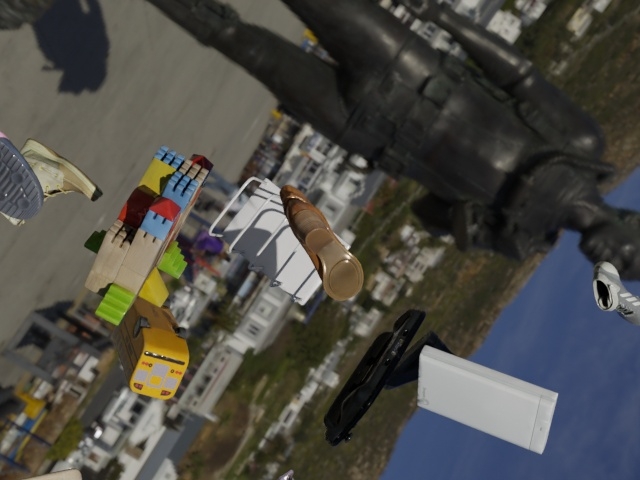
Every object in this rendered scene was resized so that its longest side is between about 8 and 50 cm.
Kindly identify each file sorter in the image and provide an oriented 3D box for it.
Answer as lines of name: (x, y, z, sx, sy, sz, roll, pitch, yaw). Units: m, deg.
file sorter: (-0.103, 0.001, 2.075, 0.192, 0.278, 0.173, -52, 172, 5)

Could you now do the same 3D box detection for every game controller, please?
game controller: (0.107, 0.248, 1.593, 0.166, 0.067, 0.319, -45, -178, 39)

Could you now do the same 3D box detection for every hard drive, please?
hard drive: (0.425, 0.416, 2.225, 0.047, 0.353, 0.233, -53, 152, -38)

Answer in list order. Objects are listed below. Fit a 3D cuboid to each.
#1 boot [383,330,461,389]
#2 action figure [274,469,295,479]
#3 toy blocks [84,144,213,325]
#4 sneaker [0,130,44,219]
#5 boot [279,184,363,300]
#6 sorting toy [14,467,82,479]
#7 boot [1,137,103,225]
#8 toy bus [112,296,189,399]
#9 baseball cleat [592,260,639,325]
boot: (0.317, 0.407, 2.484, 0.246, 0.207, 0.094, -45, -176, 19)
action figure: (-0.021, 0.655, 1.876, 0.099, 0.285, 0.185, -31, 145, -16)
toy blocks: (-0.313, -0.056, 1.639, 0.261, 0.191, 0.381, -57, -173, 34)
sneaker: (-0.610, -0.181, 1.558, 0.112, 0.319, 0.131, -36, -169, 13)
boot: (0.000, 0.000, 1.457, 0.073, 0.197, 0.152, -30, -140, -3)
sorting toy: (-0.435, 0.444, 1.224, 0.038, 0.208, 0.192, 156, -75, -65)
boot: (-0.554, -0.093, 1.703, 0.165, 0.213, 0.077, -54, 160, -13)
toy bus: (-0.385, 0.216, 1.904, 0.130, 0.108, 0.333, -66, -154, 9)
baseball cleat: (0.688, 0.146, 1.985, 0.072, 0.206, 0.109, -25, -155, 45)
